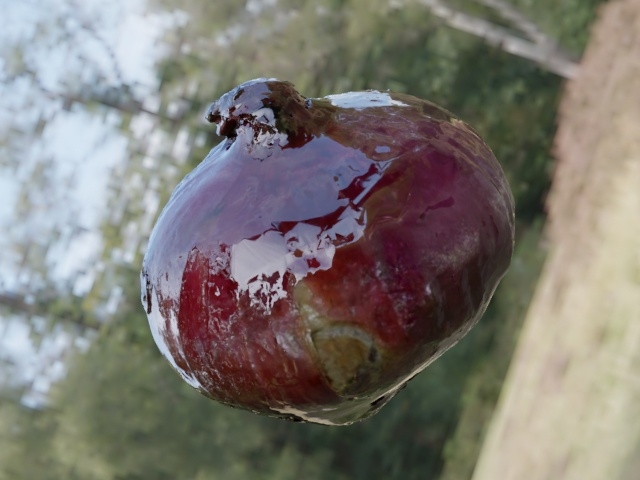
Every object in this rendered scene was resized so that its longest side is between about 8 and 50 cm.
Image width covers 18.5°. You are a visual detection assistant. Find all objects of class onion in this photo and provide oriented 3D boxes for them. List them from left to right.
[{"bbox_3d":[0.000,0.000,0.534,0.107,0.097,0.107,-29,20,12],"label":"onion"}]
